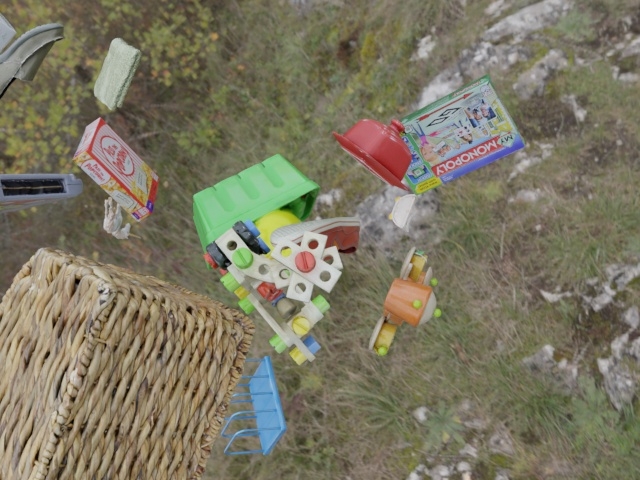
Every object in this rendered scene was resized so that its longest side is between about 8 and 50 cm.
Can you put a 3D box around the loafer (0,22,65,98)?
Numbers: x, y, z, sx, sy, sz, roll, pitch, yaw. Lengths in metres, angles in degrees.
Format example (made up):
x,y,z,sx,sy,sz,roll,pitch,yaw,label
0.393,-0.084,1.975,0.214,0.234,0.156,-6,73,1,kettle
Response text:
x,y,z,sx,sy,sz,roll,pitch,yaw,label
-0.690,-0.413,1.554,0.251,0.087,0.094,-36,17,1,loafer

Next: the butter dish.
x,y,z,sx,sy,sz,roll,pitch,yaw,label
0.131,-0.201,1.399,0.118,0.160,0.160,-52,35,6,butter dish

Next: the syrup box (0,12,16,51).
x,y,z,sx,sy,sz,roll,pitch,yaw,label
-0.862,-0.543,1.591,0.096,0.237,0.093,-46,68,5,syrup box

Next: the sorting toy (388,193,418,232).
x,y,z,sx,sy,sz,roll,pitch,yaw,label
0.194,-0.055,1.512,0.045,0.075,0.083,15,74,34,sorting toy

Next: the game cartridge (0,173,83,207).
x,y,z,sx,sy,sz,roll,pitch,yaw,label
-0.634,-0.087,1.305,0.196,0.294,0.060,-7,94,17,game cartridge

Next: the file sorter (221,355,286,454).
x,y,z,sx,sy,sz,roll,pitch,yaw,label
-0.154,0.347,1.394,0.118,0.104,0.170,-60,37,42,file sorter

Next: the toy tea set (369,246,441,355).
x,y,z,sx,sy,sz,roll,pitch,yaw,label
0.229,0.137,1.583,0.124,0.200,0.336,23,34,10,toy tea set

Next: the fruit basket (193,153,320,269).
x,y,z,sx,sy,sz,roll,pitch,yaw,label
-0.150,-0.023,1.908,0.392,0.283,0.392,4,68,-9,fruit basket

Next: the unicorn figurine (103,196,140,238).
x,y,z,sx,sy,sz,roll,pitch,yaw,label
-0.512,-0.051,1.672,0.060,0.162,0.111,4,99,9,unicorn figurine

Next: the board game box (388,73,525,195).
x,y,z,sx,sy,sz,roll,pitch,yaw,label
0.339,-0.266,1.739,0.317,0.213,0.046,-25,30,26,board game box

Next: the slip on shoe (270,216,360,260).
x,y,z,sx,sy,sz,roll,pitch,yaw,label
0.000,0.000,1.602,0.123,0.331,0.101,-6,90,31,slip on shoe

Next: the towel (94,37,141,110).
x,y,z,sx,sy,sz,roll,pitch,yaw,label
-0.460,-0.374,1.500,0.110,0.027,0.148,36,103,35,towel

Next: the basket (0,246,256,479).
x,y,z,sx,sy,sz,roll,pitch,yaw,label
-0.256,0.181,0.771,0.213,0.223,0.299,16,85,41,basket

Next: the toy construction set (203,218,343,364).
x,y,z,sx,sy,sz,roll,pitch,yaw,label
-0.070,0.076,1.074,0.151,0.328,0.215,-35,74,-20,toy construction set

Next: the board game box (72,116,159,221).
x,y,z,sx,sy,sz,roll,pitch,yaw,label
-0.437,-0.153,1.446,0.045,0.193,0.147,-30,35,16,board game box
